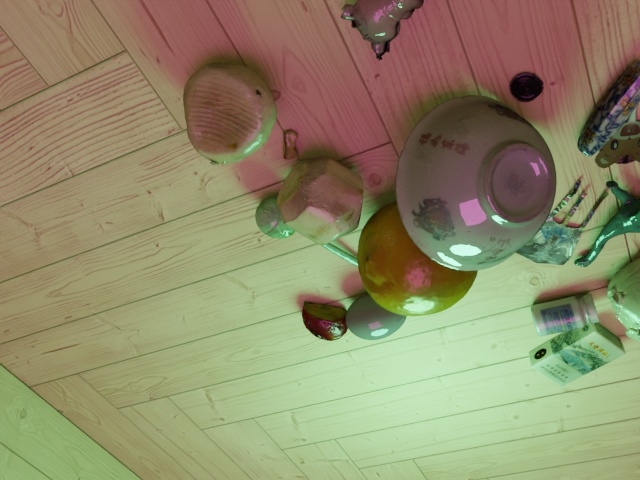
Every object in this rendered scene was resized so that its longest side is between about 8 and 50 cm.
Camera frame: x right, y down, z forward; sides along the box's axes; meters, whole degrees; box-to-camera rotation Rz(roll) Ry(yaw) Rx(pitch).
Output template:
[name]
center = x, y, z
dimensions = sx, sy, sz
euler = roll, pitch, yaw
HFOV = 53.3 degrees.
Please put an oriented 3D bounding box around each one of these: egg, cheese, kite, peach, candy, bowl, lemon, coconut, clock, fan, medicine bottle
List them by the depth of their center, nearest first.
[bowl]
center = 0.410, -0.134, 1.496
dimensions = 0.435, 0.196, 0.434
euler = -1, 94, -19
[clock]
center = 0.501, -0.374, 1.553
dimensions = 0.083, 0.010, 0.074
euler = 32, 127, -22
[fan]
center = 0.781, -0.280, 1.610
dimensions = 0.153, 0.008, 0.226
euler = -5, 131, 11
[cheese]
center = -0.079, -0.254, 1.701
dimensions = 0.044, 0.030, 0.083
euler = -7, 128, -15
[coconut]
center = 0.013, -0.104, 1.702
dimensions = 0.241, 0.241, 0.241
euler = 3, 131, 3
[lemon]
center = 0.266, 0.045, 1.735
dimensions = 0.348, 0.348, 0.347
euler = 3, 131, 3
[kite]
center = 0.705, -0.038, 1.827
dimensions = 0.169, 0.015, 0.310
euler = 19, 132, -11
[candy]
center = 0.000, 0.000, 1.883
dimensions = 0.440, 0.119, 0.119
euler = 28, 128, -28
[medicine bottle]
center = 0.764, 0.233, 1.998
dimensions = 0.187, 0.102, 0.102
euler = -15, 128, 18
[egg]
center = 0.177, 0.242, 2.030
dimensions = 0.199, 0.146, 0.146
euler = -11, 130, 4
[peach]
center = 0.013, 0.270, 2.107
dimensions = 0.172, 0.092, 0.127
euler = 29, 130, -22

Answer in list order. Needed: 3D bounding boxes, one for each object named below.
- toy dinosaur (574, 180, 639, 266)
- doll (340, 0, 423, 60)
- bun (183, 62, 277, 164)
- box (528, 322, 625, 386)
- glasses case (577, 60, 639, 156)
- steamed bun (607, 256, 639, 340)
[toy dinosaur]
center = 0.915, -0.046, 1.762
dimensions = 0.384, 0.129, 0.330
euler = -7, 141, 9
[doll]
center = 0.147, -0.511, 1.413
dimensions = 0.149, 0.095, 0.192
euler = 34, 123, -25
[bun]
center = -0.222, -0.316, 1.571
dimensions = 0.259, 0.160, 0.259
euler = 8, 113, 19
[box]
center = 0.856, 0.379, 2.138
dimensions = 0.164, 0.069, 0.256
euler = 33, 126, -22
[glasses case]
center = 0.706, -0.313, 1.537
dimensions = 0.065, 0.087, 0.248
euler = 20, 130, -7
[steamed bun]
center = 1.037, 0.189, 1.849
dimensions = 0.334, 0.233, 0.312
euler = 27, 129, -19
